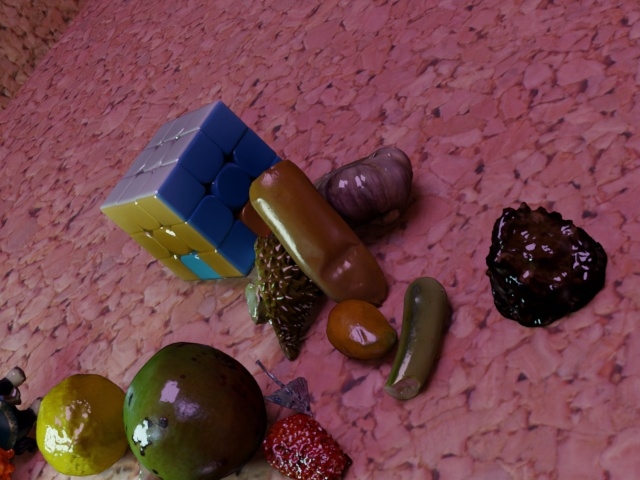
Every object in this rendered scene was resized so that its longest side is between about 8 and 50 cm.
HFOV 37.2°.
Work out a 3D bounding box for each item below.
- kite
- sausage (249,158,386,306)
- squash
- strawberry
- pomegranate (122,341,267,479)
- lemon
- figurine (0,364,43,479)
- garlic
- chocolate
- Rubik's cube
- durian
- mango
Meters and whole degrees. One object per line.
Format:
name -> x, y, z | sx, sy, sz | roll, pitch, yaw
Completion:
kite -> -0.069, 0.283, 1.820 | 0.156, 0.139, 0.011 | 42, 118, 16
sausage -> -0.001, 0.002, 1.926 | 0.134, 0.354, 0.116 | -37, -3, -21
squash -> 0.179, 0.173, 1.745 | 0.083, 0.083, 0.250 | -9, 49, 34
strawberry -> -0.030, 0.367, 1.710 | 0.188, 0.082, 0.121 | 10, 55, 49
pomegranate -> -0.264, 0.338, 1.787 | 0.323, 0.291, 0.291 | -35, 35, 21
lemon -> -0.491, 0.383, 1.982 | 0.204, 0.204, 0.260 | -35, 18, 4
figurine -> -0.785, 0.436, 2.086 | 0.241, 0.306, 0.412 | -23, 37, 36
garlic -> 0.098, -0.098, 2.040 | 0.245, 0.160, 0.245 | -27, 11, 6
chocolate -> 0.374, 0.015, 1.664 | 0.206, 0.177, 0.224 | -8, 47, 35
Rubik's cube -> -0.272, -0.103, 2.201 | 0.291, 0.291, 0.290 | -8, 45, 52
durian -> -0.086, 0.100, 1.992 | 0.166, 0.172, 0.306 | -47, 38, 30
mango -> 0.075, 0.177, 1.821 | 0.115, 0.089, 0.165 | -31, 40, -5
